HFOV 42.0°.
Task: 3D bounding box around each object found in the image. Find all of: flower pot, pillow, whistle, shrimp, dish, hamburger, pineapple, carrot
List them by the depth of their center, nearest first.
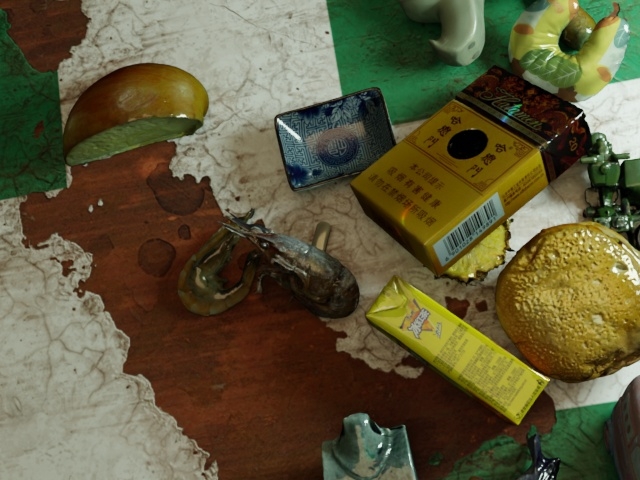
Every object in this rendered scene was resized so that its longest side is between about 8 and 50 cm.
[{"bbox_3d":[0.117,0.527,1.568,0.168,0.188,0.405,-13,77,4],"label":"whistle"},{"bbox_3d":[0.495,0.121,1.594,0.290,0.170,0.314,-37,82,19],"label":"hamburger"},{"bbox_3d":[0.294,-0.005,1.717,0.225,0.076,0.225,-3,77,11],"label":"pineapple"},{"bbox_3d":[-0.072,0.048,1.723,0.343,0.145,0.116,34,49,1],"label":"shrimp"},{"bbox_3d":[0.507,-0.399,1.737,0.233,0.086,0.214,36,121,16],"label":"pillow"},{"bbox_3d":[0.338,-0.572,1.776,0.367,0.164,0.254,-42,69,8],"label":"flower pot"},{"bbox_3d":[-0.197,0.054,1.783,0.254,0.059,0.145,-45,79,-3],"label":"shrimp"},{"bbox_3d":[0.037,-0.207,1.795,0.243,0.080,0.182,-15,76,5],"label":"dish"},{"bbox_3d":[0.500,-0.536,1.817,0.078,0.078,0.298,-29,70,1],"label":"carrot"}]

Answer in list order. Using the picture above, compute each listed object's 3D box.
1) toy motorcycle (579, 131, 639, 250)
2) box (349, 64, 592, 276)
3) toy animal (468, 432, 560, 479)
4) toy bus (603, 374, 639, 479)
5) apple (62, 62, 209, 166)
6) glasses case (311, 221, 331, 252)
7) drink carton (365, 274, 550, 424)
[{"bbox_3d":[0.626,-0.097,1.668,0.205,0.127,0.275,-7,80,9],"label":"toy motorcycle"},{"bbox_3d":[0.297,-0.150,1.658,0.415,0.116,0.264,-39,44,-7],"label":"box"},{"bbox_3d":[0.358,0.510,1.576,0.185,0.122,0.298,34,77,24],"label":"toy animal"},{"bbox_3d":[0.630,0.369,1.485,0.197,0.232,0.294,-2,46,8],"label":"toy bus"},{"bbox_3d":[-0.425,-0.284,1.855,0.346,0.254,0.179,-15,117,4],"label":"apple"},{"bbox_3d":[0.000,0.000,1.785,0.032,0.021,0.083,12,80,11],"label":"glasses case"},{"bbox_3d":[0.262,0.214,1.633,0.351,0.154,0.111,35,85,13],"label":"drink carton"}]
